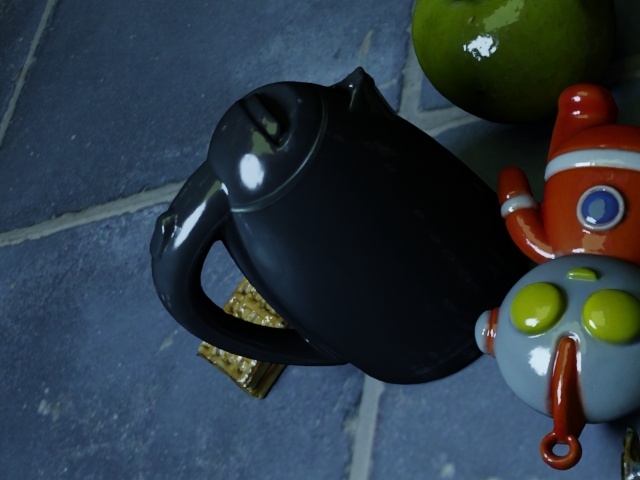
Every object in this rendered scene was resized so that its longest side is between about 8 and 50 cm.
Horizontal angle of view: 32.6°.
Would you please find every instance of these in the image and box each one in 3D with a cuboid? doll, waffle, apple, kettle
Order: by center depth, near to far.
[{"bbox_3d":[0.218,0.020,0.869,0.200,0.105,0.336,7,64,25],"label":"doll"},{"bbox_3d":[0.000,0.000,0.946,0.268,0.290,0.207,-47,42,7],"label":"kettle"},{"bbox_3d":[0.183,-0.199,1.017,0.196,0.157,0.196,-32,39,30],"label":"apple"},{"bbox_3d":[-0.056,0.080,1.123,0.102,0.042,0.148,28,82,50],"label":"waffle"}]

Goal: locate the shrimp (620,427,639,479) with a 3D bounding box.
[{"bbox_3d":[0.193,0.256,0.769,0.144,0.052,0.251,-8,57,41],"label":"shrimp"}]
